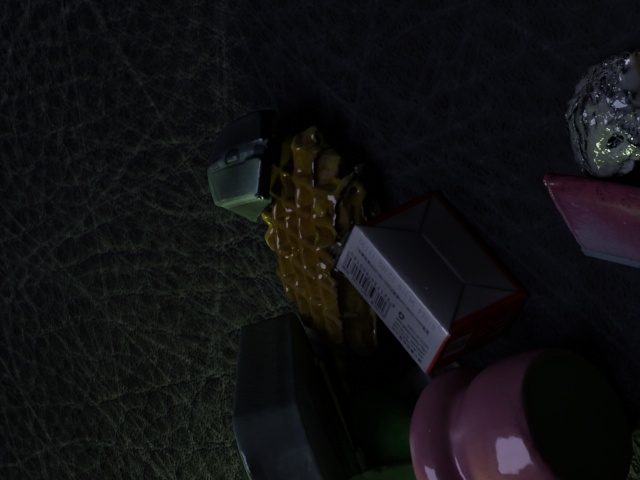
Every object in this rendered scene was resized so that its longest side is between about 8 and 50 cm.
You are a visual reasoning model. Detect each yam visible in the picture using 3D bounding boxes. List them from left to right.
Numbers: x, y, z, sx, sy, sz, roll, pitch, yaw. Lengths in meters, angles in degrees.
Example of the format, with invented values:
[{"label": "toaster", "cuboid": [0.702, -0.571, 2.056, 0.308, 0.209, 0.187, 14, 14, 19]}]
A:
[{"label": "yam", "cuboid": [0.070, -0.034, 1.984, 0.033, 0.027, 0.129, -21, 93, 58]}]

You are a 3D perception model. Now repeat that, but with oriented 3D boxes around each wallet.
[{"label": "wallet", "cuboid": [0.328, -0.010, 1.599, 0.232, 0.025, 0.119, 15, 149, 49]}]

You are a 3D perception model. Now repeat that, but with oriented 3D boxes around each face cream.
[{"label": "face cream", "cuboid": [0.119, 0.213, 2.035, 0.084, 0.057, 0.198, 53, 144, 16]}]

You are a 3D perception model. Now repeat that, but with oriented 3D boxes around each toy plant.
[{"label": "toy plant", "cuboid": [0.173, 0.275, 1.814, 0.356, 0.210, 0.317, -28, 69, 38]}]

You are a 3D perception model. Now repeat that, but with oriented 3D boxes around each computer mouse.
[{"label": "computer mouse", "cuboid": [-0.103, -0.094, 2.052, 0.231, 0.071, 0.126, 149, 125, -76]}]

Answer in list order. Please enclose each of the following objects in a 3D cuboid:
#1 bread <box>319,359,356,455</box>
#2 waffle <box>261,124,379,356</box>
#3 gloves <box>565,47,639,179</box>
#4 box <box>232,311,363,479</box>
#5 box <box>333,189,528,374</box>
[{"label": "bread", "cuboid": [0.001, 0.235, 2.242, 0.068, 0.028, 0.153, -5, 107, 53]}, {"label": "waffle", "cuboid": [-0.001, 0.001, 2.042, 0.309, 0.065, 0.283, 63, 155, 16]}, {"label": "gloves", "cuboid": [0.285, -0.123, 1.589, 0.114, 0.070, 0.153, 65, 159, 9]}, {"label": "box", "cuboid": [-0.001, 0.320, 2.024, 0.396, 0.111, 0.396, -95, -15, -74]}, {"label": "box", "cuboid": [0.124, 0.047, 1.864, 0.182, 0.133, 0.099, 49, 142, 22]}]
